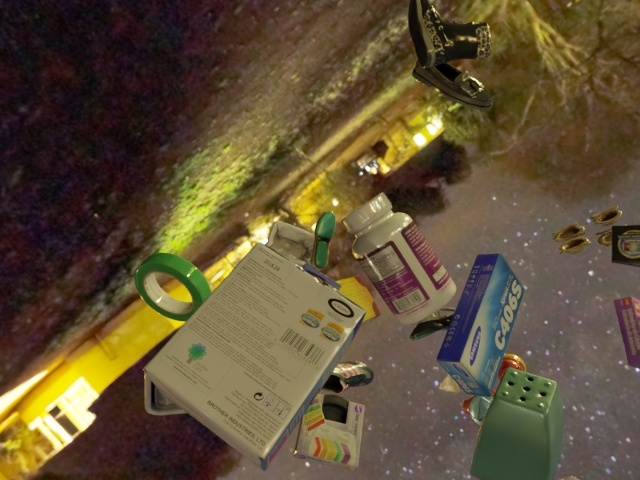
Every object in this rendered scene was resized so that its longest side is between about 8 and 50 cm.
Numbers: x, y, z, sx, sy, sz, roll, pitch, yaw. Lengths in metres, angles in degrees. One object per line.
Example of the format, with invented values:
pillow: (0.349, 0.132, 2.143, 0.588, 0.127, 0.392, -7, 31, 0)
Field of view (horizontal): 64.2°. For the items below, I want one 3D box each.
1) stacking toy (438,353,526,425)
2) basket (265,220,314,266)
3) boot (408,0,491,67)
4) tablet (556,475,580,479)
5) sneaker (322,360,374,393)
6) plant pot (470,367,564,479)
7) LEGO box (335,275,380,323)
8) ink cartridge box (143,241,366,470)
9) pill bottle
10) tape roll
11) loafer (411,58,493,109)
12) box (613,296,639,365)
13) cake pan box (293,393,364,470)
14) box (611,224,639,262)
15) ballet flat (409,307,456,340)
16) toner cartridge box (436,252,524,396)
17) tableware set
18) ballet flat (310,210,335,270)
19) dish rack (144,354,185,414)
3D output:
stacking toy: (0.634, 0.563, 2.018, 0.308, 0.280, 0.130, -65, 164, 6)
basket: (-0.095, 0.022, 1.641, 0.103, 0.167, 0.113, 147, -37, -70)
boot: (0.327, -0.549, 1.310, 0.179, 0.236, 0.085, -5, 158, -5)
tablet: (0.645, 0.636, 1.329, 0.083, 0.054, 0.006, -56, -174, 46)
sneaker: (0.081, 0.510, 1.847, 0.112, 0.319, 0.131, -64, -146, 19)
plant pot: (0.444, 0.416, 1.131, 0.166, 0.234, 0.166, 13, -146, 31)
LEGO box: (-0.051, 0.326, 1.940, 0.372, 0.193, 0.500, -35, 166, 26)
ink cartridge box: (-0.096, 0.191, 1.000, 0.395, 0.270, 0.151, -51, 167, -27)
pill bottle: (0.184, 0.040, 1.250, 0.169, 0.301, 0.169, -33, -179, 1)
tape roll: (-0.616, 0.198, 2.128, 0.321, 0.321, 0.077, -39, -166, 38)
loafer: (0.393, -0.475, 1.507, 0.096, 0.268, 0.084, -38, 152, -38)
box: (1.019, 0.302, 1.589, 0.057, 0.293, 0.200, -25, -123, 43)
cake pan box: (0.040, 0.746, 2.012, 0.070, 0.246, 0.266, 110, -4, -48)
box: (0.607, 0.015, 0.775, 0.270, 0.060, 0.216, 7, 175, -41)
ballet flat: (0.328, 0.228, 1.431, 0.203, 0.074, 0.074, -9, 169, -22)
toner cartridge box: (0.433, 0.216, 1.351, 0.075, 0.165, 0.347, -9, -138, 49)
tableware set: (0.553, -0.016, 1.046, 0.141, 0.020, 0.168, -24, -167, 24)
ballet flat: (0.000, 0.000, 1.378, 0.052, 0.057, 0.168, 155, -50, -66)
dish rack: (-0.307, 0.378, 1.403, 0.333, 0.072, 0.285, 1, 137, -19)
